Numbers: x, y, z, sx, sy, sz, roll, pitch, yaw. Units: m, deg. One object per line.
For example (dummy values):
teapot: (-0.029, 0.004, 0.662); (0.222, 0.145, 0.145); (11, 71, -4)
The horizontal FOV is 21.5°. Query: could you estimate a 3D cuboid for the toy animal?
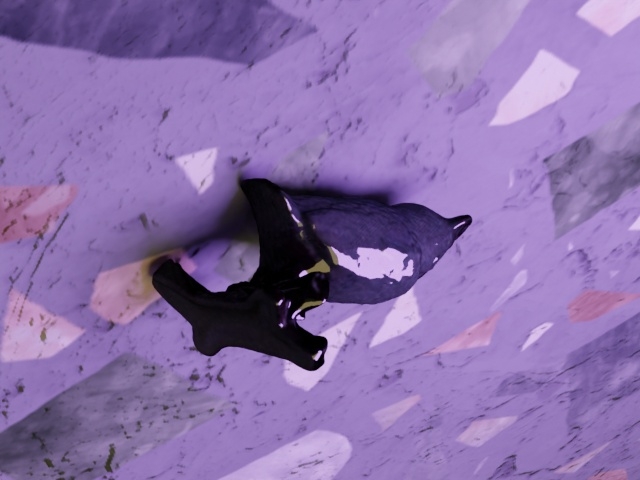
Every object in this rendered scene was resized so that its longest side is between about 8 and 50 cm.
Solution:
toy animal: (0.002, -0.004, 1.113); (0.210, 0.121, 0.117); (-30, 107, -41)
